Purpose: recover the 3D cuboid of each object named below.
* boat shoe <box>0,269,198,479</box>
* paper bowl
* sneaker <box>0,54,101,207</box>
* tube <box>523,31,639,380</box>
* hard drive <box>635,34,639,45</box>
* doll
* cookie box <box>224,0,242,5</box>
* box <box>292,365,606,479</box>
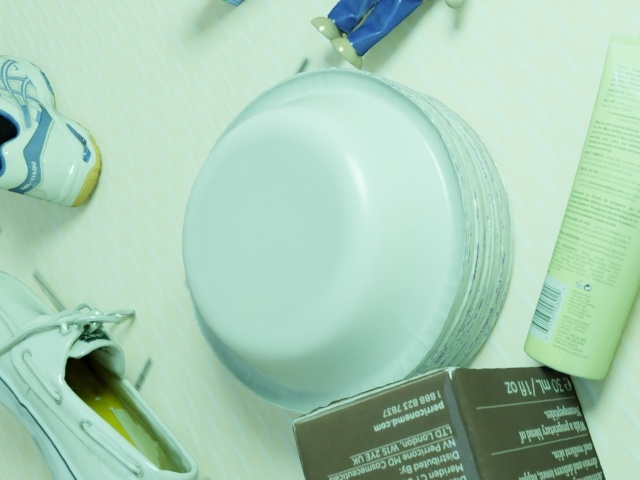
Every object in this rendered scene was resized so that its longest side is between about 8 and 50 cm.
[{"bbox_3d":[-0.244,0.124,0.910,0.367,0.136,0.156,48,112,27],"label":"boat shoe"},{"bbox_3d":[0.000,0.000,0.738,0.284,0.148,0.284,-4,84,36],"label":"paper bowl"},{"bbox_3d":[-0.376,-0.147,1.042,0.296,0.131,0.111,37,108,35],"label":"sneaker"},{"bbox_3d":[0.209,-0.022,0.633,0.070,0.062,0.240,16,99,4],"label":"tube"},{"bbox_3d":[0.383,-0.120,0.536,0.318,0.040,0.210,47,112,31],"label":"hard drive"},{"bbox_3d":[0.079,-0.233,0.769,0.189,0.046,0.129,-47,51,15],"label":"doll"},{"bbox_3d":[-0.079,-0.282,0.863,0.107,0.092,0.040,-34,68,29],"label":"cookie box"},{"bbox_3d":[0.128,0.278,0.583,0.143,0.191,0.381,-25,71,32],"label":"box"}]
